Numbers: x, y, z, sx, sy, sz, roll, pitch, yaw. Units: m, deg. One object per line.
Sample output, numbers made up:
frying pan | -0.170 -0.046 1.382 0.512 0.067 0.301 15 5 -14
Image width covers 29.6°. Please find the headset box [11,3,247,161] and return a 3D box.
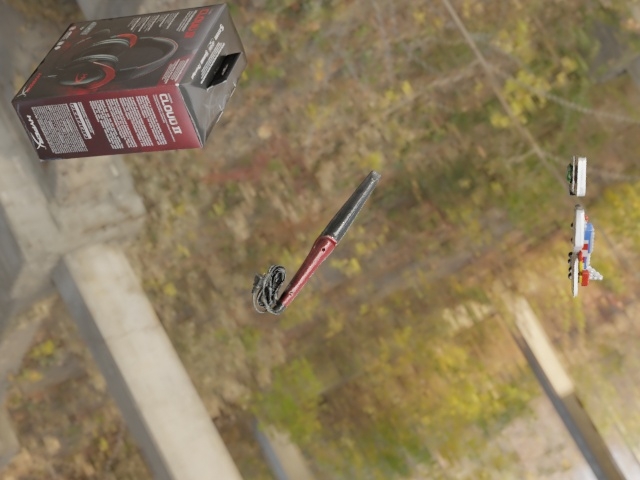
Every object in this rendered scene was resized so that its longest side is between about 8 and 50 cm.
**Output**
headset box | -0.251 -0.226 1.716 0.293 0.110 0.218 -2 -141 21

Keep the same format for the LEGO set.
LEGO set | 0.364 -0.026 1.652 0.060 0.182 0.244 2 -174 9

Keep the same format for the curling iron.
curling iron | 0.000 0.000 1.750 0.274 0.035 0.068 -46 130 -16
